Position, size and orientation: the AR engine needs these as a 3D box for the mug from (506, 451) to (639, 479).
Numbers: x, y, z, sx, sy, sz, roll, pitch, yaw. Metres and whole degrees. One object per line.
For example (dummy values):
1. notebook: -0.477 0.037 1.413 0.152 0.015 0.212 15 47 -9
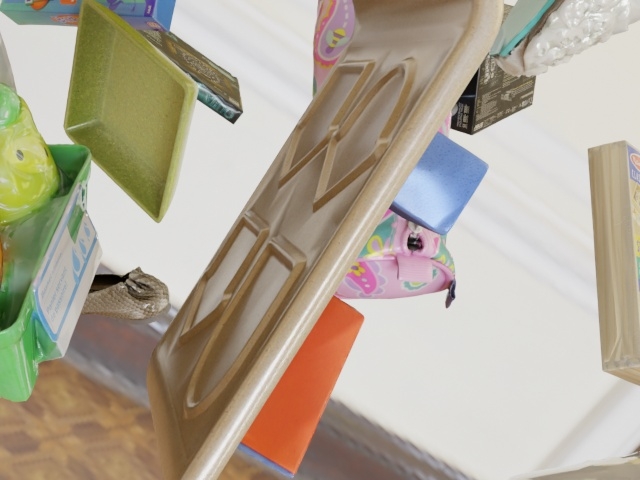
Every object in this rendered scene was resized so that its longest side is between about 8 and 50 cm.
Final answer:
1. mug: 0.320 0.315 0.886 0.276 0.328 0.374 66 15 -72

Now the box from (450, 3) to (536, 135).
1. box: 0.243 -0.252 1.948 0.077 0.147 0.180 22 32 31

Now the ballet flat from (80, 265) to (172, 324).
1. ballet flat: -0.289 0.060 1.546 0.084 0.249 0.058 -62 144 -48

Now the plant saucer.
1. plant saucer: -0.202 -0.147 1.468 0.045 0.188 0.188 -24 54 -40

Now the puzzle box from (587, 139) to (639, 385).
1. puzzle box: 0.448 0.061 1.669 0.409 0.052 0.272 21 62 -52

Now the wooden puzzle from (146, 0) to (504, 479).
1. wooden puzzle: 0.000 0.000 0.825 0.080 0.348 0.322 27 2 -12

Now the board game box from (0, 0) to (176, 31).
1. board game box: -0.259 -0.328 1.554 0.210 0.160 0.047 6 -13 23

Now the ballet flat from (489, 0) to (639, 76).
1. ballet flat: 0.316 -0.298 1.205 0.147 0.409 0.147 29 18 -11

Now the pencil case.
1. pencil case: 0.053 -0.090 1.069 0.124 0.124 0.284 20 65 -45

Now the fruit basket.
1. fruit basket: -0.280 -0.054 1.030 0.165 0.353 0.327 5 41 6

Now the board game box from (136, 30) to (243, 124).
1. board game box: -0.183 -0.232 1.734 0.186 0.026 0.126 34 18 -20
